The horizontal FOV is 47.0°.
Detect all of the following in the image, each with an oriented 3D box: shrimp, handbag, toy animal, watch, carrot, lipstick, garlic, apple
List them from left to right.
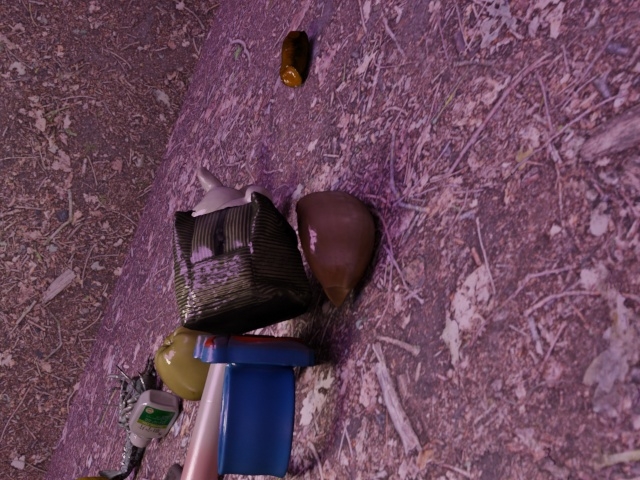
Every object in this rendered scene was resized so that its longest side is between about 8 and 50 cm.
[{"bbox_3d":[-0.598,0.552,2.310,0.221,0.166,0.410,-16,70,58],"label":"shrimp"},{"bbox_3d":[-0.321,0.311,1.884,0.200,0.200,0.200,-45,35,43],"label":"apple"},{"bbox_3d":[-0.253,0.431,1.758,0.087,0.087,0.326,-15,59,61],"label":"lipstick"},{"bbox_3d":[-0.237,-0.077,1.991,0.241,0.196,0.367,-57,28,11],"label":"toy animal"},{"bbox_3d":[-0.157,0.053,1.492,0.341,0.247,0.240,45,-150,-73],"label":"handbag"},{"bbox_3d":[-0.138,0.324,1.470,0.305,0.241,0.274,126,147,-77],"label":"watch"},{"bbox_3d":[-0.076,-0.529,2.124,0.082,0.082,0.173,-37,37,50],"label":"carrot"},{"bbox_3d":[0.000,-0.017,1.527,0.338,0.151,0.196,-124,45,-62],"label":"garlic"}]

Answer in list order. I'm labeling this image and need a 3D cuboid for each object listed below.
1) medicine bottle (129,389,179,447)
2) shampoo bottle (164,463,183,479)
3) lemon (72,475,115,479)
[{"bbox_3d":[-0.492,0.520,2.141,0.183,0.119,0.069,-57,28,28],"label":"medicine bottle"},{"bbox_3d":[-0.361,0.632,1.884,0.165,0.040,0.080,5,75,64],"label":"shampoo bottle"},{"bbox_3d":[-0.628,0.799,1.974,0.364,0.364,0.364,-45,35,43],"label":"lemon"}]
